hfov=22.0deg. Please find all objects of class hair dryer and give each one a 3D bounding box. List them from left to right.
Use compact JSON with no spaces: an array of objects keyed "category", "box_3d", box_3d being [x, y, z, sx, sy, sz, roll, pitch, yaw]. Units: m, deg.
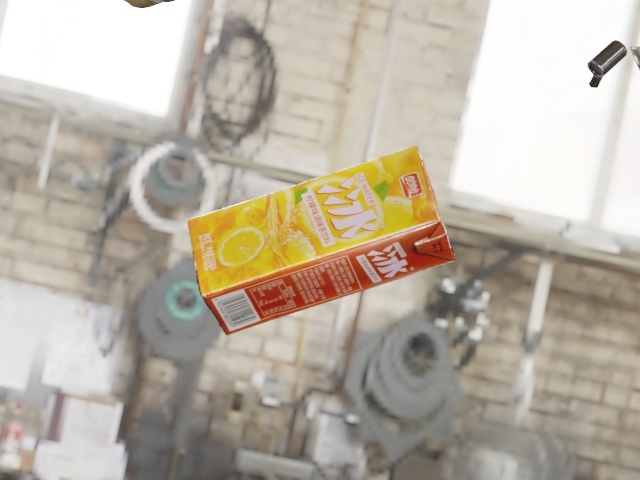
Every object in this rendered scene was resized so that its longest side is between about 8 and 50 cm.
[{"category":"hair dryer","box_3d":[0.339,-0.204,1.981,0.026,0.047,0.083,46,-17,14]}]

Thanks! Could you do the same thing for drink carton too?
[{"category":"drink carton","box_3d":[0.000,0.000,1.486,0.223,0.096,0.071,-18,-39,6]}]

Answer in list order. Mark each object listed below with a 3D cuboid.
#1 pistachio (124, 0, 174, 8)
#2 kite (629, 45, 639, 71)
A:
[{"category":"pistachio","box_3d":[-0.189,-0.355,1.835,0.130,0.165,0.210,28,-39,18]},{"category":"kite","box_3d":[0.402,-0.128,1.562,0.245,0.141,0.015,1,-39,-32]}]
